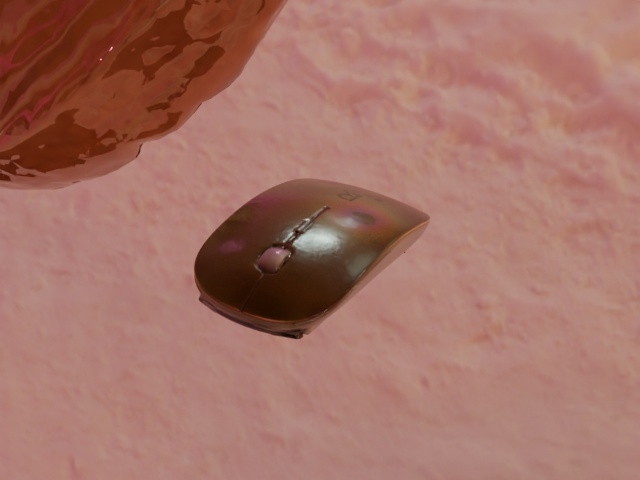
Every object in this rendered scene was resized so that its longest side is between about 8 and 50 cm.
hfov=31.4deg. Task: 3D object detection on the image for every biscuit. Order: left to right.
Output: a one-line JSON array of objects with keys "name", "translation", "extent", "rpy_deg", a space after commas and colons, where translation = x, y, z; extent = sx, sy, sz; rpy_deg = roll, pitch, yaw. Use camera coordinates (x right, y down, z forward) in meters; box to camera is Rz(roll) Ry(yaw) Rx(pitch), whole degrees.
[{"name": "biscuit", "translation": [-0.054, -0.236, 0.440], "extent": [0.349, 0.078, 0.455], "rpy_deg": [19, 86, 44]}]

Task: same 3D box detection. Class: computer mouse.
[{"name": "computer mouse", "translation": [0.000, 0.000, 1.153], "extent": [0.158, 0.072, 0.310], "rpy_deg": [20, 29, 22]}]
